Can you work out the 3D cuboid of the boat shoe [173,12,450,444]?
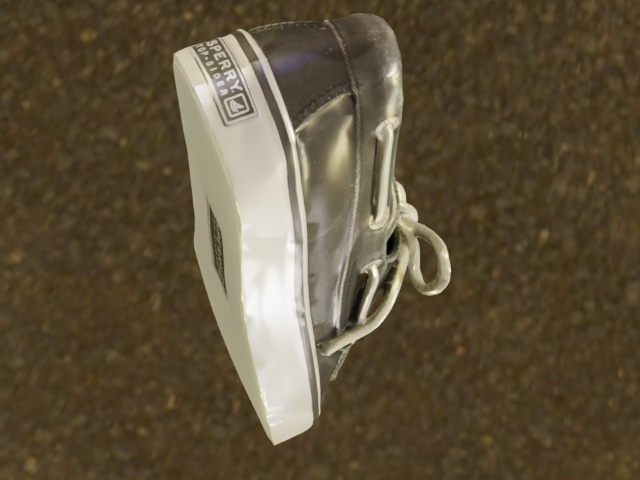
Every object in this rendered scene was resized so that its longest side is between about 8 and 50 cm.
[{"bbox_3d":[-0.002,-0.004,0.899,0.105,0.113,0.306,-19,147,-9],"label":"boat shoe"}]
